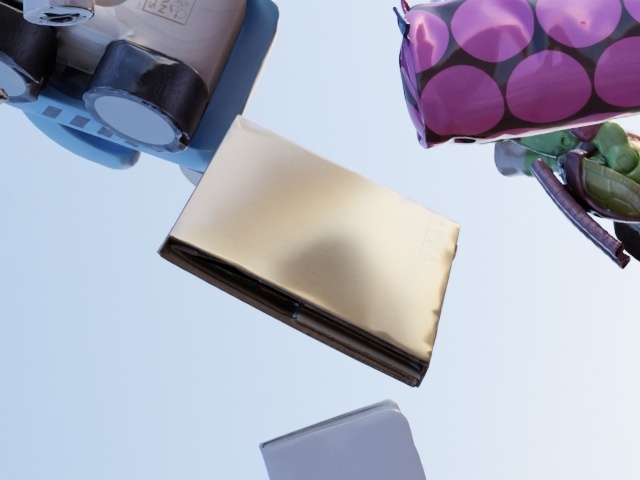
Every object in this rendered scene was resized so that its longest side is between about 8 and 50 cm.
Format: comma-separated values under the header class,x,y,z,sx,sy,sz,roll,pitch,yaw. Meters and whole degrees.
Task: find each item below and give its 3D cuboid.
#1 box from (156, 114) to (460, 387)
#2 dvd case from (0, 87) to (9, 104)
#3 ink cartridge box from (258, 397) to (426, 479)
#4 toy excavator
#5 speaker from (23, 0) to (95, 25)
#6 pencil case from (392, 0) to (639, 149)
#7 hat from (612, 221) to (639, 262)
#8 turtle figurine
class,x,y,z,sx,sy,sz,roll,pitch,yaw
box,0.000,0.000,1.169,0.021,0.164,0.201,-63,3,25
dvd case,-0.310,-0.099,1.536,0.087,0.013,0.119,-31,-11,20
ink cartridge box,0.057,0.337,2.175,0.385,0.160,0.279,72,180,-81
toy excavator,-0.136,-0.136,1.935,0.445,0.433,0.222,102,-172,-69
speaker,-0.201,-0.234,1.487,0.055,0.055,0.136,22,-117,-68
pencil case,0.152,-0.121,1.203,0.095,0.209,0.098,75,-172,-59
hat,0.425,0.091,2.003,0.134,0.331,0.331,-63,-23,-14
turtle figurine,0.257,-0.127,1.750,0.197,0.266,0.275,-17,-71,-41
